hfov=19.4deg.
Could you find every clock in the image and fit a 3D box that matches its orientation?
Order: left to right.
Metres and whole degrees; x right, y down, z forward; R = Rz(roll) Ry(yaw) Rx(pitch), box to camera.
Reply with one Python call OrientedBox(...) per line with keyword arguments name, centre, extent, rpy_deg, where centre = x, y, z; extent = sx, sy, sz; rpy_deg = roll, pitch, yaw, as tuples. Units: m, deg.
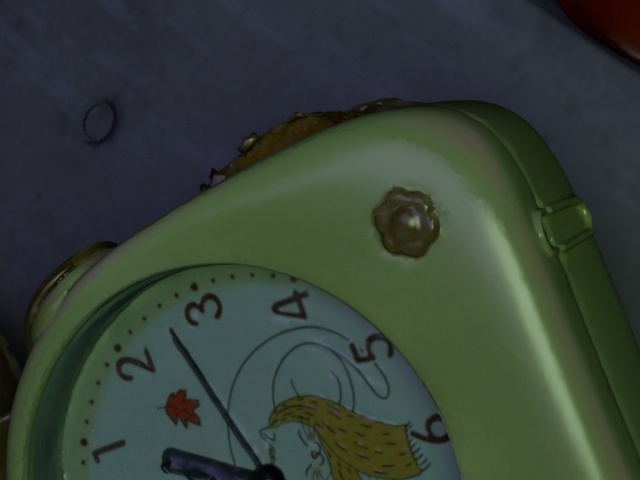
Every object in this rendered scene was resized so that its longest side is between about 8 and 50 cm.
OrientedBox(name="clock", centre=(-0.013, 0.111, 0.900), extent=(0.348, 0.117, 0.286), rpy_deg=(-21, 89, 25))

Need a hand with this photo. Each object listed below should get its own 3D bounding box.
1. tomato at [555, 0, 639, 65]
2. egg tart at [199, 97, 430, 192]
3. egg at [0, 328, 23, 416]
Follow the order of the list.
OrientedBox(name="tomato", centre=(0.194, -0.197, 0.958), extent=(0.228, 0.101, 0.228), rpy_deg=(-7, 78, 33))
OrientedBox(name="egg tart", centre=(0.000, -0.001, 1.015), extent=(0.212, 0.090, 0.212), rpy_deg=(-25, 43, 26))
OrientedBox(name="egg", centre=(-0.285, 0.129, 1.126), extent=(0.245, 0.203, 0.203), rpy_deg=(-33, 63, 21))
